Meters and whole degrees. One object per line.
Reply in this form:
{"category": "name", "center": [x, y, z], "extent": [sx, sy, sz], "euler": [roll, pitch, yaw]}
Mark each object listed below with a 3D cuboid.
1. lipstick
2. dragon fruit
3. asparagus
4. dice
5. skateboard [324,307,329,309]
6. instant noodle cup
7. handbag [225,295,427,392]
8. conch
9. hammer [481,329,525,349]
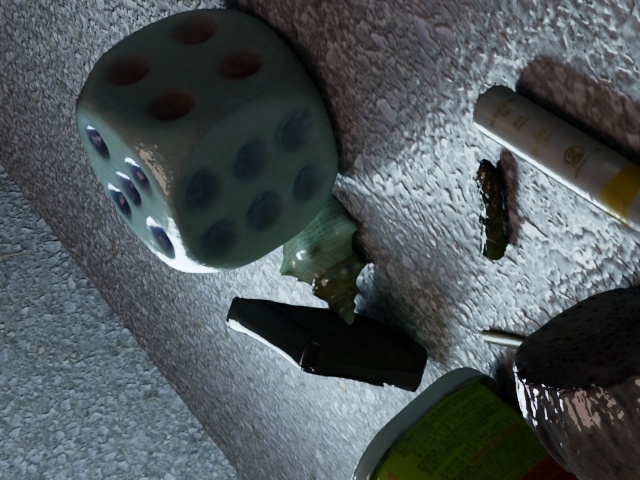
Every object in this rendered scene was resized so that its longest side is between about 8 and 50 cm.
{"category": "lipstick", "center": [0.255, -0.081, 1.683], "extent": [0.264, 0.059, 0.059], "euler": [39, 155, 44]}
{"category": "dragon fruit", "center": [0.330, 0.182, 1.700], "extent": [0.221, 0.204, 0.283], "euler": [62, 162, -16]}
{"category": "asparagus", "center": [0.196, -0.038, 1.943], "extent": [0.036, 0.030, 0.165], "euler": [55, 165, 41]}
{"category": "dice", "center": [-0.152, -0.136, 2.282], "extent": [0.262, 0.268, 0.265], "euler": [38, 153, 41]}
{"category": "skateboard", "center": [0.022, 0.075, 2.569], "extent": [0.064, 0.032, 0.083], "euler": [63, 161, 14]}
{"category": "instant noodle cup", "center": [0.239, 0.364, 2.172], "extent": [0.308, 0.294, 0.294], "euler": [33, 151, 34]}
{"category": "handbag", "center": [0.009, 0.141, 2.449], "extent": [0.247, 0.223, 0.080], "euler": [24, 98, 56]}
{"category": "conch", "center": [-0.003, 0.009, 2.399], "extent": [0.137, 0.114, 0.234], "euler": [-1, 116, 53]}
{"category": "hammer", "center": [0.256, 0.134, 2.097], "extent": [0.062, 0.013, 0.199], "euler": [62, 161, -15]}
